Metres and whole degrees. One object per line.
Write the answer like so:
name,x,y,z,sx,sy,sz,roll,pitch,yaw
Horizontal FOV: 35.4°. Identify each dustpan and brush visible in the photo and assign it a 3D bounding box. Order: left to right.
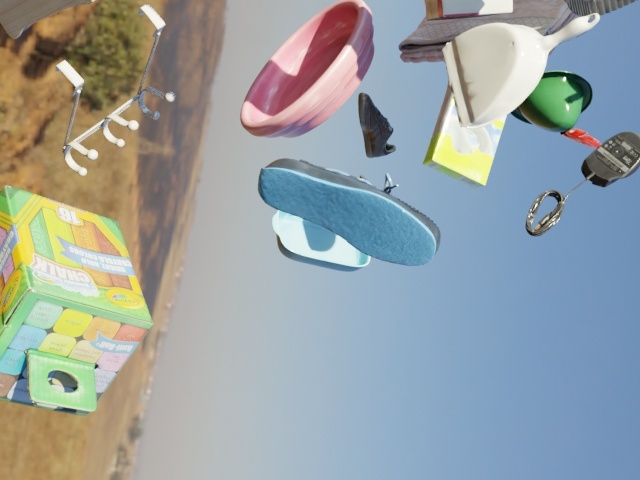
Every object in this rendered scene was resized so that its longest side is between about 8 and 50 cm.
dustpan and brush,0.269,-0.248,1.332,0.211,0.060,0.147,-32,-124,40

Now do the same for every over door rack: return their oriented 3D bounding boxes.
over door rack,-0.408,-0.284,2.022,0.239,0.108,0.324,-44,167,-29

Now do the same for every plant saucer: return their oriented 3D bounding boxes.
plant saucer,-0.014,-0.320,1.938,0.332,0.084,0.332,-37,-151,24

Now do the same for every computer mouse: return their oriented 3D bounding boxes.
computer mouse,0.419,-0.086,1.585,0.071,0.242,0.041,50,-4,31

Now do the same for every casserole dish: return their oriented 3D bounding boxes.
casserole dish,0.000,0.000,1.682,0.037,0.188,0.114,123,-30,-42

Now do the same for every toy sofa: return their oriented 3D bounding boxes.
toy sofa,-0.549,-0.550,2.015,0.362,0.177,0.150,-8,-144,45

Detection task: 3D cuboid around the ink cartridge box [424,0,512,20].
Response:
ink cartridge box,0.262,-0.467,1.812,0.176,0.128,0.127,-118,-157,-79

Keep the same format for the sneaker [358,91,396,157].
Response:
sneaker,0.126,-0.263,2.253,0.188,0.071,0.066,75,10,-52

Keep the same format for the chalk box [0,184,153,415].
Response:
chalk box,-0.349,0.098,1.300,0.179,0.180,0.289,-53,-139,19

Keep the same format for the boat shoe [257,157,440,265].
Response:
boat shoe,0.046,-0.057,1.328,0.089,0.258,0.109,-45,161,-57

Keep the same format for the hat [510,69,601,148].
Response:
hat,0.493,-0.233,2.089,0.208,0.173,0.183,-18,-128,32

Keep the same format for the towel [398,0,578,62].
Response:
towel,0.360,-0.459,2.032,0.317,0.332,0.053,-51,133,-40

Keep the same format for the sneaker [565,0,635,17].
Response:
sneaker,0.544,-0.465,1.647,0.131,0.319,0.112,-99,177,-51

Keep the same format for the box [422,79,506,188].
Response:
box,0.247,-0.189,1.668,0.042,0.109,0.178,-16,-127,67
